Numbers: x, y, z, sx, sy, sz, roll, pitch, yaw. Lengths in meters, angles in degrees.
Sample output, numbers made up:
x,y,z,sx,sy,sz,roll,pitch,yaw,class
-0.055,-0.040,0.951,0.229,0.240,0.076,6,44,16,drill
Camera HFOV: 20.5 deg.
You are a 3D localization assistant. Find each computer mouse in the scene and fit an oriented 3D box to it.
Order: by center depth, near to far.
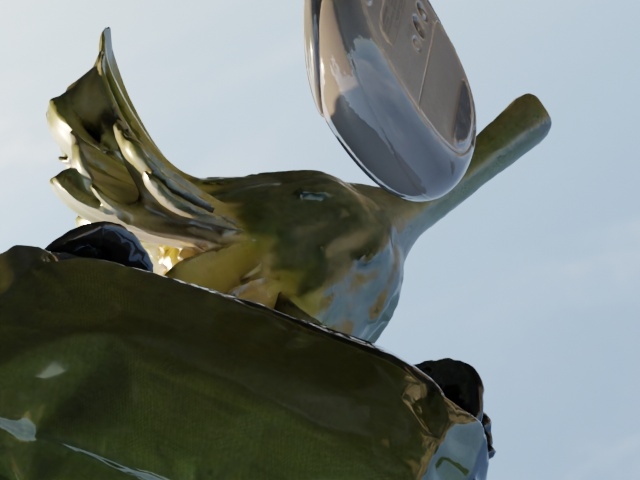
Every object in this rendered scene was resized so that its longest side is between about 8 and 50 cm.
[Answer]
x,y,z,sx,sy,sz,roll,pitch,yaw,class
0.018,-0.056,0.587,0.039,0.096,0.066,-19,-147,25,computer mouse

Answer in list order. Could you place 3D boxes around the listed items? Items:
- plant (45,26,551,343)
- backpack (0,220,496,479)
x,y,z,sx,sy,sz,roll,pitch,yaw,class
-0.029,0.037,0.956,0.297,0.261,0.306,-11,-134,-42,plant
-0.049,0.104,0.669,0.207,0.253,0.140,22,-121,2,backpack
